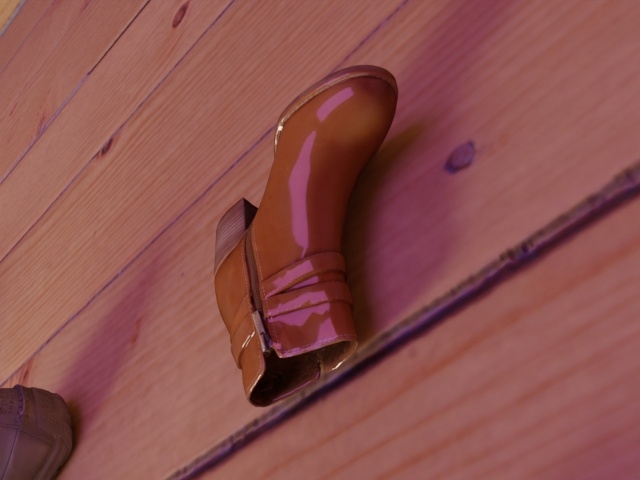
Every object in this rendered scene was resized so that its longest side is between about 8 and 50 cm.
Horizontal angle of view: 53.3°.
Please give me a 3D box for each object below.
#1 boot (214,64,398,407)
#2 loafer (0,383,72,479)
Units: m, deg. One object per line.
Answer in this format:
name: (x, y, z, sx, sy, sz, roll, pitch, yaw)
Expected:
boot: (0.000, 0.000, 0.408, 0.197, 0.072, 0.152, -51, 37, 32)
loafer: (-0.356, 0.269, 0.596, 0.320, 0.111, 0.112, -58, 39, 3)
